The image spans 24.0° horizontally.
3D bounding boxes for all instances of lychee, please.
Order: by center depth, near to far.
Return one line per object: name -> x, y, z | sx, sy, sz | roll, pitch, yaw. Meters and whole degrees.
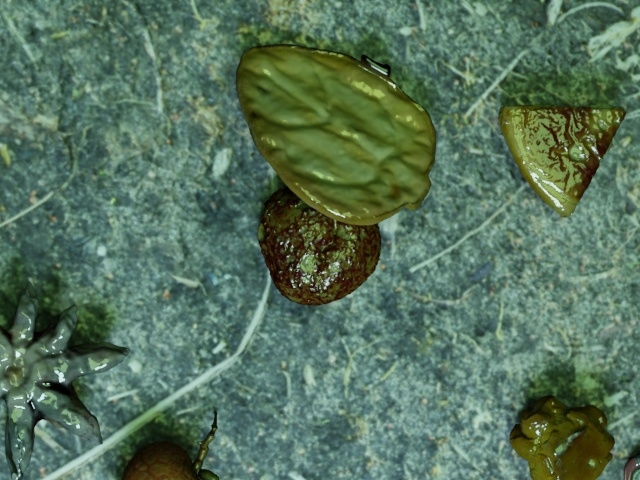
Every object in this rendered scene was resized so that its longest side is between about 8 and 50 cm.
lychee -> -0.165, 0.263, 1.650 | 0.101, 0.114, 0.140 | 26, 106, -42

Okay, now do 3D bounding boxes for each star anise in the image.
star anise -> -0.329, 0.142, 1.614 | 0.229, 0.093, 0.236 | -36, 100, -10

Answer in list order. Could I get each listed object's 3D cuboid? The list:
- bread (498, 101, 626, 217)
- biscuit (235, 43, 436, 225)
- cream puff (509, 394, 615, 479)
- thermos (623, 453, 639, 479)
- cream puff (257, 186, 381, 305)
bread -> 0.285, -0.094, 1.768 | 0.154, 0.054, 0.136 | -4, 91, -7
biscuit -> 0.014, -0.126, 1.682 | 0.260, 0.041, 0.203 | 38, 62, 2
cream puff -> 0.279, 0.238, 1.759 | 0.122, 0.094, 0.116 | 22, 90, -36
thermos -> 0.441, 0.334, 1.796 | 0.109, 0.136, 0.330 | 3, 91, -41
cream puff -> 0.000, 0.000, 1.690 | 0.149, 0.084, 0.149 | 0, 89, -14
